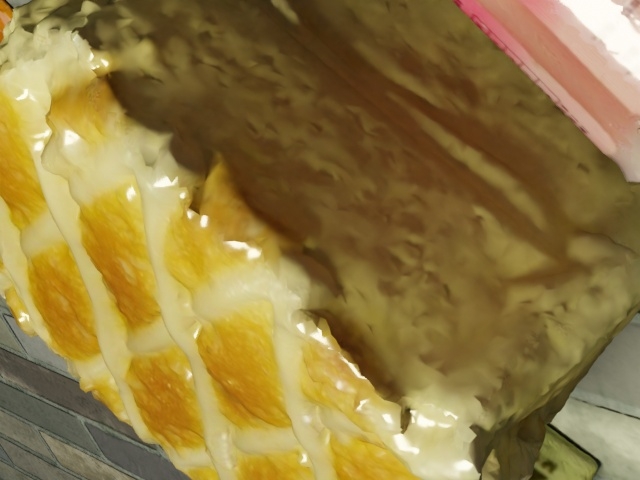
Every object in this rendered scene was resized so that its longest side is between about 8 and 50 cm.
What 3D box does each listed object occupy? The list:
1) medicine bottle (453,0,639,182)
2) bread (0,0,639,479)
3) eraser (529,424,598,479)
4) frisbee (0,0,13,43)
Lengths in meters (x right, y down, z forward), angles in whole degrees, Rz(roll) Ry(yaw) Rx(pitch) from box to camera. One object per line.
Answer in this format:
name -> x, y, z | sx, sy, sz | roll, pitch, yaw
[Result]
medicine bottle -> 0.166, -0.102, 0.562 | 0.247, 0.147, 0.147 | 45, 150, 0
bread -> 0.000, 0.000, 0.769 | 0.371, 0.279, 0.390 | 42, 153, 9
eraser -> 0.119, 0.174, 0.987 | 0.172, 0.117, 0.058 | 37, 150, 15
frisbee -> -0.330, -0.178, 1.199 | 0.192, 0.035, 0.192 | 31, 147, 22
